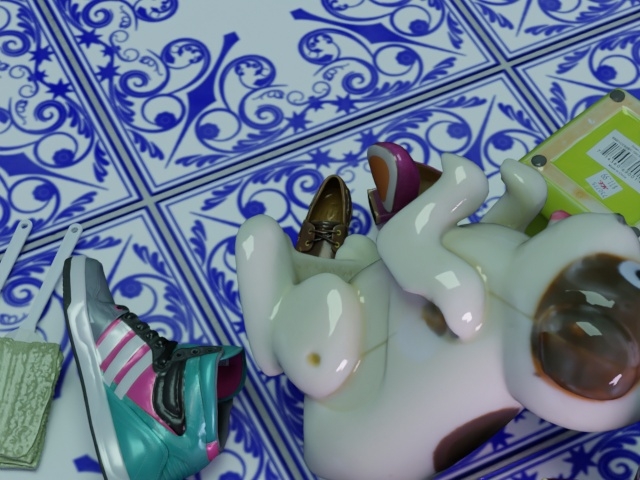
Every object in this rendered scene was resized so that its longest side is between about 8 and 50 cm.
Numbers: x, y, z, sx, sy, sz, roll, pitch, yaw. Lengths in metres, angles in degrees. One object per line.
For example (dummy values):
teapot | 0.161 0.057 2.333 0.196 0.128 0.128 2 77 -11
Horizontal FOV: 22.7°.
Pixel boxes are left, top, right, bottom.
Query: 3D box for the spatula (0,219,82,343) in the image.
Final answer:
spatula | -0.375 0.064 1.845 0.168 0.019 0.242 11 54 14

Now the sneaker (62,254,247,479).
sneaker | -0.172 0.128 1.727 0.178 0.124 0.296 -15 63 -5

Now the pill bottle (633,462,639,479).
pill bottle | 0.384 0.249 1.533 0.169 0.301 0.169 0 53 -1

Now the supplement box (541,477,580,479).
supplement box | 0.209 0.332 1.542 0.188 0.081 0.104 -53 55 16

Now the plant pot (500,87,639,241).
plant pot | 0.331 -0.023 1.792 0.227 0.207 0.228 -36 61 -23

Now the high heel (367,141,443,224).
high heel | 0.117 -0.070 1.812 0.117 0.244 0.082 -16 73 -4

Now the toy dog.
toy dog | 0.156 0.099 1.581 0.407 0.284 0.395 -13 69 31

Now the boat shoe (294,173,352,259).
boat shoe | 0.000 0.000 1.863 0.064 0.060 0.178 8 54 6

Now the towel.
towel | -0.345 0.176 1.744 0.110 0.027 0.148 8 67 4
